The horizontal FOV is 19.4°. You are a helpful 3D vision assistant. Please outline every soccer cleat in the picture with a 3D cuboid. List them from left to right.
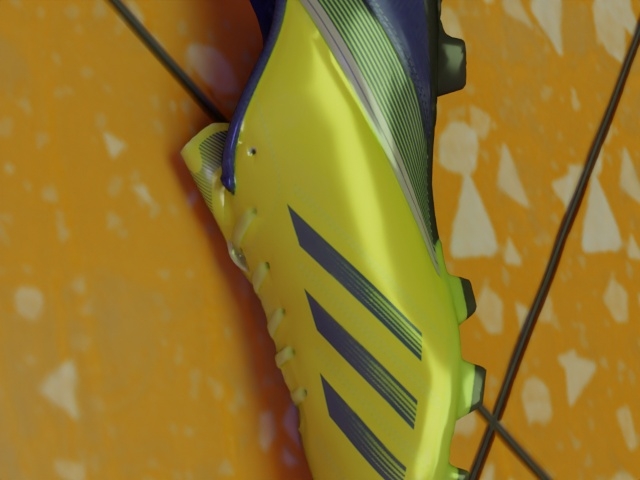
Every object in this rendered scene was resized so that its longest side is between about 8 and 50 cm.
[{"bbox_3d":[0.000,0.000,0.781,0.121,0.093,0.289,1,78,-16],"label":"soccer cleat"}]
